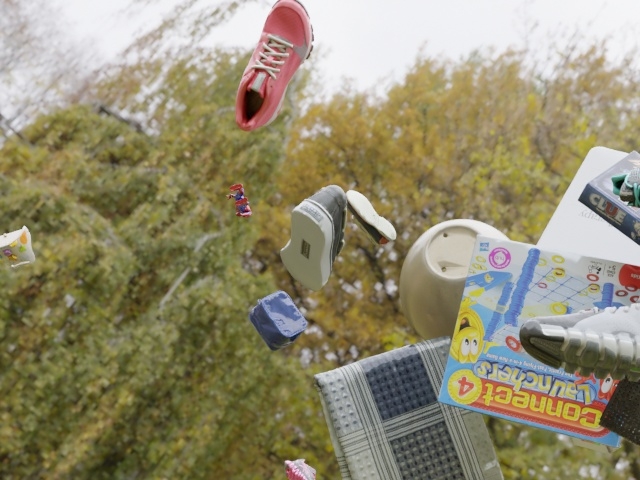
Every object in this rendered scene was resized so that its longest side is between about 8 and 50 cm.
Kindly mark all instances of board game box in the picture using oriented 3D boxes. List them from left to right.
[{"bbox_3d":[0.386,0.169,1.683,0.308,0.302,0.086,11,-9,19],"label":"board game box"},{"bbox_3d":[0.564,-0.037,1.603,0.243,0.165,0.042,40,-43,22],"label":"board game box"}]

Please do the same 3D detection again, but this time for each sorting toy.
[{"bbox_3d":[-0.574,0.022,1.836,0.083,0.045,0.075,-17,-43,7],"label":"sorting toy"}]

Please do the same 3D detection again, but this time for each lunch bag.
[{"bbox_3d":[-0.080,0.142,1.744,0.098,0.067,0.065,56,-45,16],"label":"lunch bag"}]

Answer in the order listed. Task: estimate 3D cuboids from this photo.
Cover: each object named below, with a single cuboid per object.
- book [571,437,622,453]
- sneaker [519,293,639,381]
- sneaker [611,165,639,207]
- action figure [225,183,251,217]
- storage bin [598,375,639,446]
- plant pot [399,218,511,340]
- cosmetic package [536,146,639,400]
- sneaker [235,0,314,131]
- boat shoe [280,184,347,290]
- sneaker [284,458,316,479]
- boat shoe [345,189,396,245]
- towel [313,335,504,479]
[{"bbox_3d":[0.562,0.390,2.068,0.096,0.035,0.144,65,-16,-3],"label":"book"},{"bbox_3d":[0.348,0.090,1.131,0.229,0.132,0.086,11,-29,6],"label":"sneaker"},{"bbox_3d":[0.413,-0.057,1.221,0.166,0.076,0.065,-102,-178,-77],"label":"sneaker"},{"bbox_3d":[-0.120,-0.055,1.470,0.038,0.030,0.115,63,-3,11],"label":"action figure"},{"bbox_3d":[0.496,0.211,1.469,0.084,0.122,0.180,28,-43,20],"label":"storage bin"},{"bbox_3d":[0.292,0.067,2.040,0.284,0.284,0.191,22,-20,24],"label":"plant pot"},{"bbox_3d":[0.648,0.083,2.004,0.329,0.393,0.327,19,-23,36],"label":"cosmetic package"},{"bbox_3d":[-0.104,-0.368,2.123,0.116,0.136,0.314,24,-63,4],"label":"sneaker"},{"bbox_3d":[0.000,0.000,1.327,0.078,0.070,0.219,41,-24,11],"label":"boat shoe"},{"bbox_3d":[-0.027,0.497,2.061,0.119,0.057,0.047,40,-50,46],"label":"sneaker"},{"bbox_3d":[0.078,-0.037,1.736,0.043,0.049,0.137,-22,-47,34],"label":"boat shoe"},{"bbox_3d":[0.172,0.375,1.915,0.324,0.312,0.056,71,-22,11],"label":"towel"}]
